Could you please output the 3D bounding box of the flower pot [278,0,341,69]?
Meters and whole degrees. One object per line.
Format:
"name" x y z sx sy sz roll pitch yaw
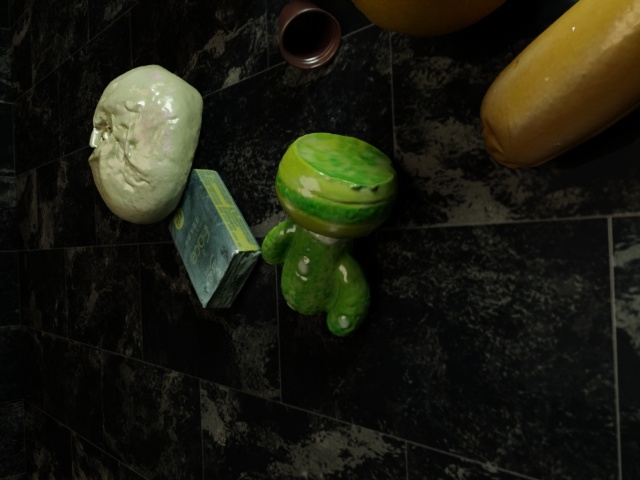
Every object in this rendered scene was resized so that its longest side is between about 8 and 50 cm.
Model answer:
"flower pot" -0.027 -0.366 1.062 0.111 0.111 0.089 -58 35 34

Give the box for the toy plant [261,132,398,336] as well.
"toy plant" 0.000 0.000 0.992 0.224 0.185 0.315 31 127 26

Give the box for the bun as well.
"bun" -0.405 -0.224 1.383 0.361 0.213 0.360 -39 44 51

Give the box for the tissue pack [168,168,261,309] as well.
"tissue pack" -0.233 -0.004 1.331 0.257 0.081 0.185 58 132 33

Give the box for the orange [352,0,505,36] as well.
"orange" 0.137 -0.384 0.728 0.274 0.274 0.274 3 94 50

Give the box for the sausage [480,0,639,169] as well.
"sausage" 0.294 -0.189 0.665 0.354 0.116 0.134 -42 70 47
